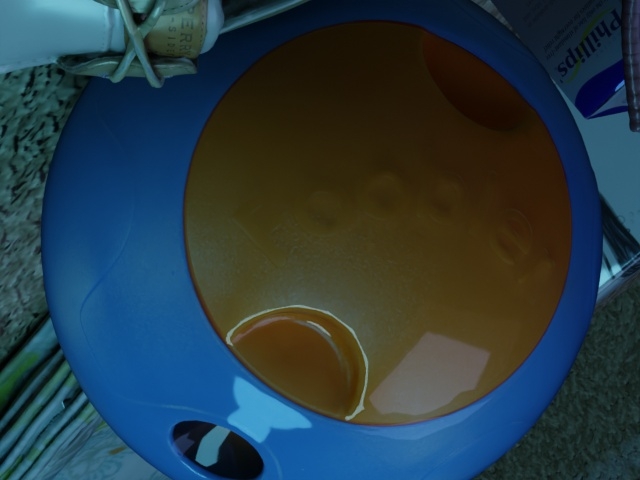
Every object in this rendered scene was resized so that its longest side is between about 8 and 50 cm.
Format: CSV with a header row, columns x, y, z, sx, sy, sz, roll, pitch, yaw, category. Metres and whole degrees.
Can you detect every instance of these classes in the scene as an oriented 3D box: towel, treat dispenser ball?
x,y,z,sx,sy,sz,roll,pitch,yaw,category
-0.136,0.120,1.191,0.320,0.090,0.374,-44,163,28,towel
0.000,0.000,0.753,0.288,0.288,0.288,-33,164,-11,treat dispenser ball

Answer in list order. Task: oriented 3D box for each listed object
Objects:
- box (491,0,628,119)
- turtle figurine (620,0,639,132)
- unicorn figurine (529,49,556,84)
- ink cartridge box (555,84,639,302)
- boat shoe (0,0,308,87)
x,y,z,sx,sy,sz,roll,pitch,yaw,category
0.186,-0.158,0.963,0.126,0.137,0.072,-15,155,-52,box
0.265,-0.180,0.774,0.198,0.266,0.275,-19,175,-21,turtle figurine
0.127,-0.115,1.108,0.111,0.060,0.162,-29,161,-38,unicorn figurine
0.269,-0.076,1.264,0.395,0.166,0.285,-43,172,23,ink cartridge box
-0.076,-0.121,0.585,0.302,0.103,0.113,-30,163,-20,boat shoe
